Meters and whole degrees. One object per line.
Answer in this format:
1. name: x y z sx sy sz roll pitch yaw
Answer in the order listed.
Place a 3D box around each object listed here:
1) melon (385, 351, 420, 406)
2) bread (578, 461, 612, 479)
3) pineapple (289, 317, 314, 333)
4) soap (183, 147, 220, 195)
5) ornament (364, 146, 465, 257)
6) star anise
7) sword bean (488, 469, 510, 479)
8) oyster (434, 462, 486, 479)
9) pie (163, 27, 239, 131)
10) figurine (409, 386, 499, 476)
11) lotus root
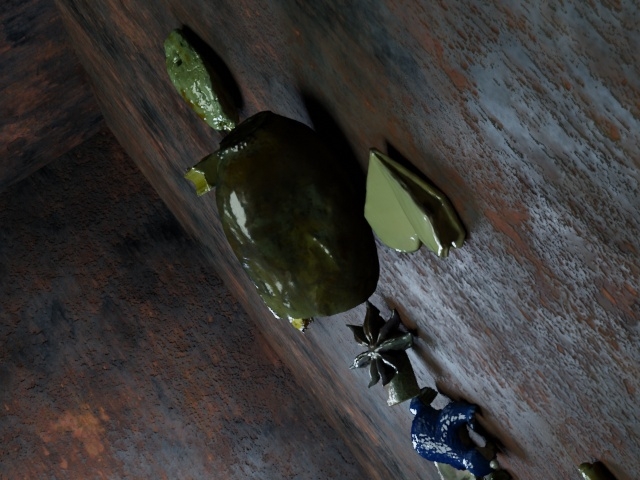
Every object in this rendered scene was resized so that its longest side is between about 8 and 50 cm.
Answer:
1. melon: 0.151 0.256 1.882 0.098 0.054 0.182 140 120 -66
2. bread: 0.419 0.364 1.316 0.088 0.033 0.049 54 -178 22
3. pineapple: -0.077 0.149 2.433 0.225 0.076 0.225 51 164 21
4. soap: -0.244 -0.173 2.104 0.076 0.135 0.233 57 168 -9
5. ornament: 0.120 -0.059 1.291 0.180 0.059 0.201 59 163 -14
6. star anise: 0.121 0.211 1.819 0.181 0.061 0.205 57 135 30
7. sword bean: 0.377 0.540 1.895 0.269 0.038 0.043 76 180 -57
8. oyster: 0.304 0.472 1.928 0.191 0.081 0.163 67 151 12
9. pie: -0.255 -0.324 1.868 0.248 0.090 0.201 50 169 36
10. figurine: 0.258 0.402 1.784 0.164 0.120 0.262 62 164 -12
11. lotus root: -0.049 -0.051 1.508 0.250 0.250 0.346 31 152 60
